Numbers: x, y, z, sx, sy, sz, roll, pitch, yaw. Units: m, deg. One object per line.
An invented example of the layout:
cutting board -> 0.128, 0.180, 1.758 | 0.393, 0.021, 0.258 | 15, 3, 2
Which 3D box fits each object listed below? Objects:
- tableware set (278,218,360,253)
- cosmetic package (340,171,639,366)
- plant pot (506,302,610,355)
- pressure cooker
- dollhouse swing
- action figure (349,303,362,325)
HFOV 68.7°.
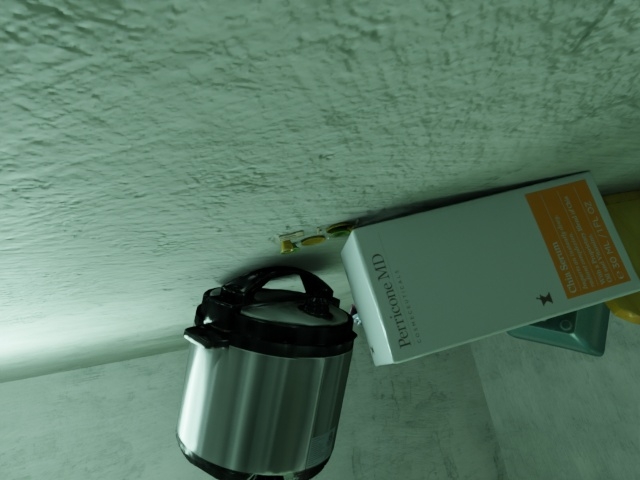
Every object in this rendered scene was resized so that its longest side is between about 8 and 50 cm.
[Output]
tableware set -> 0.000, 0.000, 0.844 | 0.154, 0.024, 0.104 | -13, 167, -3
cosmetic package -> 0.288, 0.051, 0.838 | 0.453, 0.230, 0.161 | -15, 166, -9
plant pot -> 0.631, 0.167, 1.266 | 0.247, 0.248, 0.252 | 8, 175, 36
pressure cooker -> -0.109, 0.265, 1.051 | 0.375, 0.421, 0.370 | 10, -175, -4
dollhouse swing -> 0.661, 0.067, 1.086 | 0.346, 0.305, 0.315 | -10, 157, -14
action figure -> 0.274, 0.241, 1.870 | 0.370, 0.248, 0.276 | -12, 131, -59
